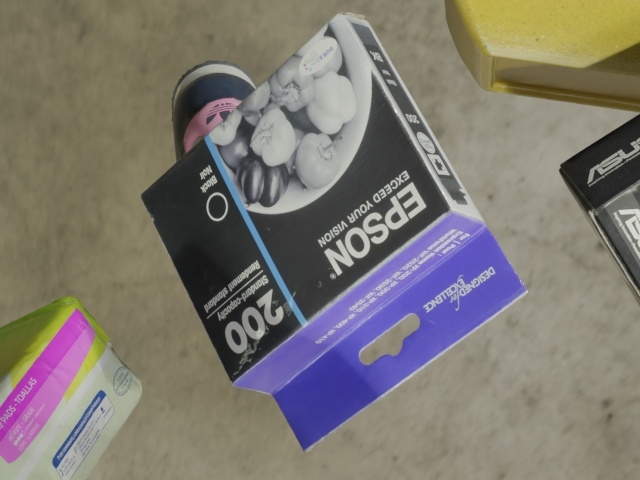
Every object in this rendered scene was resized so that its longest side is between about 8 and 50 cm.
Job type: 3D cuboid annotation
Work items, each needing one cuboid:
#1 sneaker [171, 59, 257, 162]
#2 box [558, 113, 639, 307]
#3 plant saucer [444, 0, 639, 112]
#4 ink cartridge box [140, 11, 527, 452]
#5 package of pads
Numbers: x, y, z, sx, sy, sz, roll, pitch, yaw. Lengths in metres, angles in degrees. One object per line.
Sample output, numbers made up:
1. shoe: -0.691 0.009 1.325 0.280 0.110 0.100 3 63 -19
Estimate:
1. sneaker: -0.071 0.001 1.610 0.112 0.319 0.131 -17 27 -2
2. box: 0.424 0.013 1.447 0.318 0.395 0.097 -32 30 7
3. plant saucer: 0.276 -0.182 1.676 0.333 0.333 0.081 9 88 6
4. ink cartridge box: 0.000 0.000 1.102 0.045 0.206 0.208 -4 60 -54
5. package of pads: -0.282 0.174 1.209 0.101 0.296 0.229 53 30 -15
